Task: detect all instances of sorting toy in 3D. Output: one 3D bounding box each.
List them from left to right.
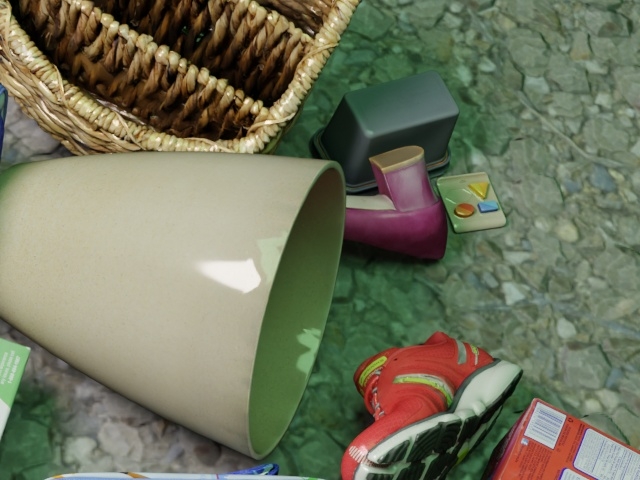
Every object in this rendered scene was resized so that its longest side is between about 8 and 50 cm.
[{"bbox_3d":[0.137,-0.037,1.685,0.083,0.012,0.062,-8,63,-20],"label":"sorting toy"}]

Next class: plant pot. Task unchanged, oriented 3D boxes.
[{"bbox_3d":[-0.146,0.028,1.453,0.274,0.256,0.256,14,56,11],"label":"plant pot"}]

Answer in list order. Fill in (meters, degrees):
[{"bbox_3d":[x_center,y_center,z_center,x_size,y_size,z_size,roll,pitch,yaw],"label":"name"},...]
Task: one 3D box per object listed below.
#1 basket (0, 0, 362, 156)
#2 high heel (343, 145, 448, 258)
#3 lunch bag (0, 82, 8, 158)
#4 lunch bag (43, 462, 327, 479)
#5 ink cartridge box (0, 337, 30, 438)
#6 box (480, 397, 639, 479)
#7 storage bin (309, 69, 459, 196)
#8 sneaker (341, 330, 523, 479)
[{"bbox_3d":[-0.147,-0.192,1.522,0.299,0.223,0.213,32,60,-1],"label":"basket"},{"bbox_3d":[0.000,0.000,1.609,0.244,0.117,0.082,-21,24,-12],"label":"high heel"},{"bbox_3d":[-0.330,-0.039,1.434,0.090,0.219,0.176,23,56,-2],"label":"lunch bag"},{"bbox_3d":[-0.097,0.295,1.365,0.303,0.115,0.243,4,55,-14],"label":"lunch bag"},{"bbox_3d":[-0.359,0.125,1.368,0.212,0.093,0.154,22,34,-10],"label":"ink cartridge box"},{"bbox_3d":[0.174,0.282,1.440,0.128,0.122,0.257,27,57,2],"label":"box"},{"bbox_3d":[0.071,-0.104,1.660,0.135,0.091,0.098,-17,65,-23],"label":"storage bin"},{"bbox_3d":[0.072,0.151,1.472,0.118,0.107,0.279,32,23,16],"label":"sneaker"}]
